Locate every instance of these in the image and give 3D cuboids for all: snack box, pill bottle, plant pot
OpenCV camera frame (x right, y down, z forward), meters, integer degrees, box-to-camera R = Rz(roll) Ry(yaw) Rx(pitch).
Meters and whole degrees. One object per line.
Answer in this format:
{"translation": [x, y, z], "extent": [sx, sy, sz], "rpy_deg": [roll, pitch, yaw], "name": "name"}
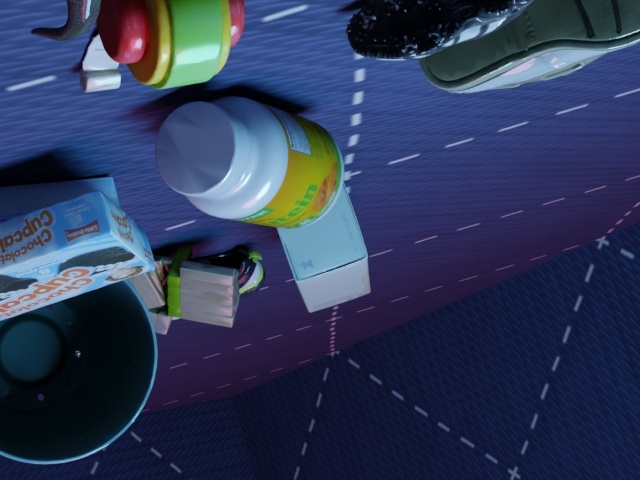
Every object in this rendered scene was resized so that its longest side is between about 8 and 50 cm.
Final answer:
{"translation": [-0.366, -0.006, 1.632], "extent": [0.174, 0.070, 0.207], "rpy_deg": [-8, 163, -34], "name": "snack box"}
{"translation": [-0.081, -0.088, 1.491], "extent": [0.136, 0.136, 0.245], "rpy_deg": [-22, 167, 22], "name": "pill bottle"}
{"translation": [-0.401, 0.159, 1.873], "extent": [0.293, 0.293, 0.235], "rpy_deg": [-13, -178, -20], "name": "plant pot"}
{"translation": [-0.371, 0.039, 1.527], "extent": [0.322, 0.060, 0.187], "rpy_deg": [-19, 165, 4], "name": "snack box"}

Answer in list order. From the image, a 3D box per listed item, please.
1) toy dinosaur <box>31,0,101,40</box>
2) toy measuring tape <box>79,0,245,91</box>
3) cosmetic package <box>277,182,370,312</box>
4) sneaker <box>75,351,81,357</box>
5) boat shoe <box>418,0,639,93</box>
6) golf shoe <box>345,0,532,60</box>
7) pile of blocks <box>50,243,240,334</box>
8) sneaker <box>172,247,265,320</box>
{"translation": [-0.107, -0.242, 0.875], "extent": [0.313, 0.121, 0.160], "rpy_deg": [-19, 157, 32], "name": "toy dinosaur"}
{"translation": [-0.144, -0.162, 1.118], "extent": [0.121, 0.121, 0.330], "rpy_deg": [-12, 167, -26], "name": "toy measuring tape"}
{"translation": [0.000, 0.000, 1.977], "extent": [0.113, 0.160, 0.309], "rpy_deg": [-18, 170, -2], "name": "cosmetic package"}
{"translation": [-0.475, 0.207, 2.427], "extent": [0.083, 0.087, 0.221], "rpy_deg": [-12, 167, -20], "name": "sneaker"}
{"translation": [0.257, -0.235, 1.401], "extent": [0.302, 0.113, 0.103], "rpy_deg": [-14, 176, 22], "name": "boat shoe"}
{"translation": [0.124, -0.220, 1.329], "extent": [0.198, 0.077, 0.094], "rpy_deg": [-16, 169, 1], "name": "golf shoe"}
{"translation": [-0.286, 0.072, 2.100], "extent": [0.362, 0.149, 0.113], "rpy_deg": [-12, -146, 19], "name": "pile of blocks"}
{"translation": [-0.208, 0.062, 2.226], "extent": [0.234, 0.084, 0.097], "rpy_deg": [-19, 144, 5], "name": "sneaker"}
